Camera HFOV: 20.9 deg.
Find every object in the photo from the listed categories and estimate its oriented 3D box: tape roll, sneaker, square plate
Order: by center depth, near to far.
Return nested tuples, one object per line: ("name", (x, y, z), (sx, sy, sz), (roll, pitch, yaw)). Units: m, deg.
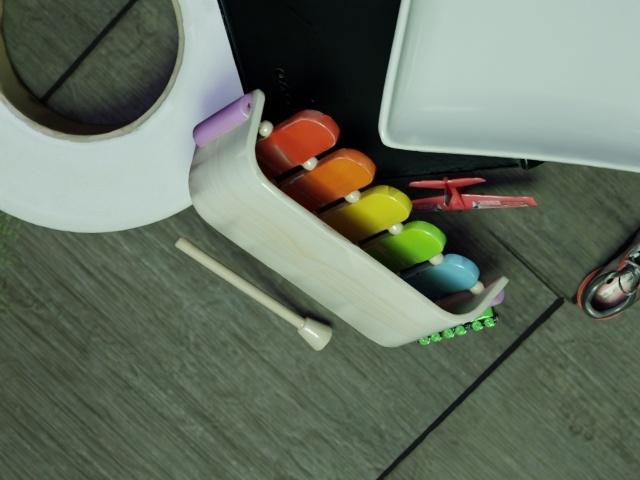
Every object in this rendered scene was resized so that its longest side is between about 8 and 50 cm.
("square plate", (0.216, -0.235, 1.438), (0.344, 0.049, 0.347), (5, 99, -26))
("sneaker", (0.304, 0.022, 1.614), (0.061, 0.065, 0.158), (43, 104, 2))
("tape roll", (-0.222, -0.201, 1.668), (0.392, 0.072, 0.392), (2, 102, 8))

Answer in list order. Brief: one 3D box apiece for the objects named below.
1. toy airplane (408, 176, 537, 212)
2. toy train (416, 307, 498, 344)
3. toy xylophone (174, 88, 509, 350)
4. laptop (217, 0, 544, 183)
("toy airplane", (0.120, -0.041, 1.598), (0.151, 0.151, 0.028), (-3, 87, 12))
("toy train", (0.131, 0.081, 1.683), (0.083, 0.017, 0.023), (-16, 86, 13))
("toy xylophone", (0.000, 0.000, 1.600), (0.323, 0.081, 0.236), (41, 148, -25))
("laptop", (0.130, -0.274, 1.550), (0.408, 0.236, 0.382), (-22, 110, -19))
